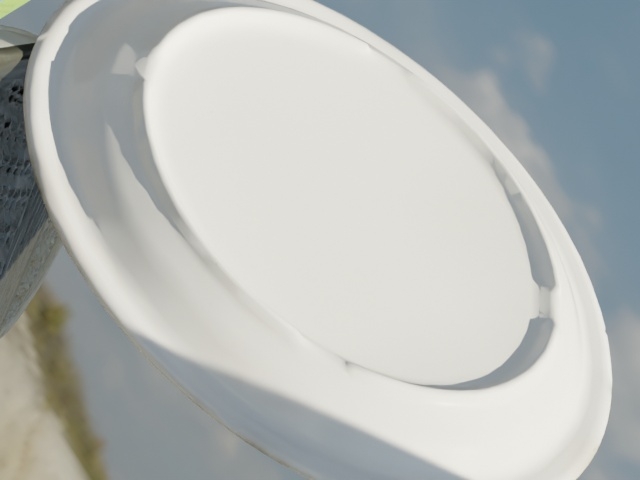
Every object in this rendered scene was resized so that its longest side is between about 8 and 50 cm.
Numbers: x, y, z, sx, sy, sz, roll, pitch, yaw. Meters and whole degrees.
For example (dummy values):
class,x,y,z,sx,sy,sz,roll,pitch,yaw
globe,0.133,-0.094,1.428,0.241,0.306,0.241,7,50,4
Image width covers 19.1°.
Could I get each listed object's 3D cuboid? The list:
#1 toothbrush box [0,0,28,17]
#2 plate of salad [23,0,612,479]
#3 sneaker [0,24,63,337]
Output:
class,x,y,z,sx,sy,sz,roll,pitch,yaw
toothbrush box,-0.195,-0.151,0.642,0.206,0.283,0.122,60,7,-2
plate of salad,0.000,0.000,0.554,0.200,0.200,0.048,53,-52,17
sneaker,-0.180,-0.041,0.538,0.178,0.124,0.295,27,1,11
